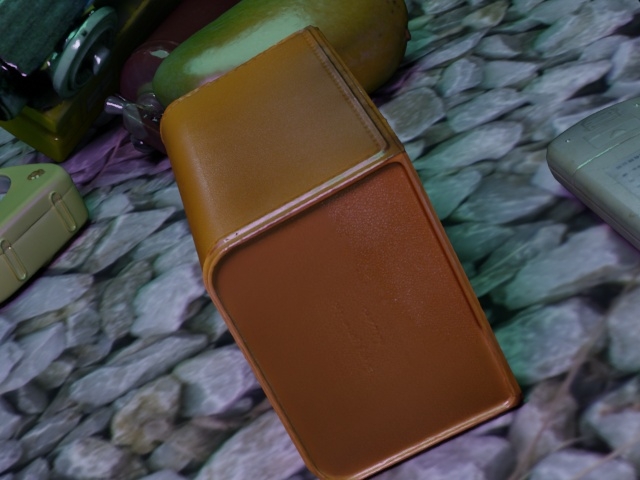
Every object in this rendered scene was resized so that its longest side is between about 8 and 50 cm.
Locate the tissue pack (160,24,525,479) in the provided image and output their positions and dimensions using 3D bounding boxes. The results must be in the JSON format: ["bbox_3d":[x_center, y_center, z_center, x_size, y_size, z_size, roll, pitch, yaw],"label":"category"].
[{"bbox_3d":[0.000,0.000,1.000,0.145,0.194,0.274,-26,25,-1],"label":"tissue pack"}]

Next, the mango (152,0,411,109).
[{"bbox_3d":[-0.034,-0.178,1.427,0.251,0.114,0.156,-24,58,-18],"label":"mango"}]

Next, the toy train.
[{"bbox_3d":[-0.227,-0.285,1.602,0.442,0.179,0.272,-56,-5,-19],"label":"toy train"}]

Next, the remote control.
[{"bbox_3d":[0.239,-0.037,1.035,0.098,0.038,0.233,-28,27,-4],"label":"remote control"}]

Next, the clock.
[{"bbox_3d":[-0.347,0.000,1.456,0.232,0.069,0.170,-4,34,39],"label":"clock"}]

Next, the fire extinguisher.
[{"bbox_3d":[-0.111,-0.181,1.562,0.147,0.107,0.337,11,39,16],"label":"fire extinguisher"}]

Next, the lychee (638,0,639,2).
[{"bbox_3d":[0.332,-0.261,1.224,0.188,0.188,0.188,-20,26,11],"label":"lychee"}]
